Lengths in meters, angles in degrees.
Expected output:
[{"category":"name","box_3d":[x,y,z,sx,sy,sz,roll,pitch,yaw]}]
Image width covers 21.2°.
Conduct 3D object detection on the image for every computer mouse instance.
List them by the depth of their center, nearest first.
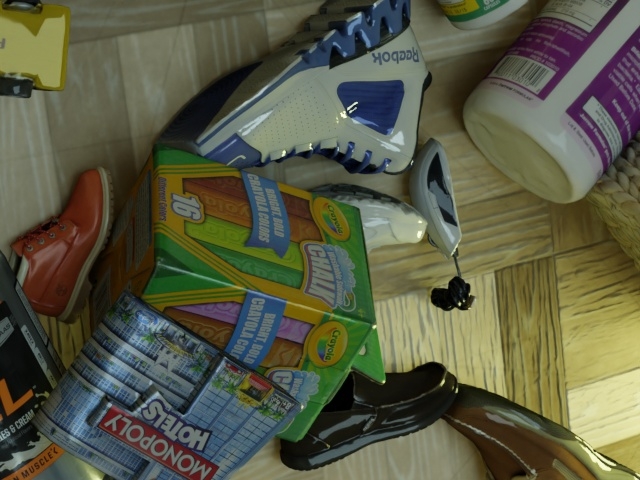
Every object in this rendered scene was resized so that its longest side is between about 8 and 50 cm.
[{"category":"computer mouse","box_3d":[0.126,-0.015,1.864,0.042,0.106,0.193,-12,92,-7]}]

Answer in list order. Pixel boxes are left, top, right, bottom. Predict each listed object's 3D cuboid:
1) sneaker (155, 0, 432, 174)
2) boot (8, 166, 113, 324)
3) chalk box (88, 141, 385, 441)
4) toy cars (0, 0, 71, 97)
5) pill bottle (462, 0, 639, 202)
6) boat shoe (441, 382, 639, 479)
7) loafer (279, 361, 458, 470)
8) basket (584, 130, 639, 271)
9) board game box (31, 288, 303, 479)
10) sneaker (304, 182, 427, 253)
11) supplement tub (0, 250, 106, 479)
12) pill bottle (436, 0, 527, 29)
[{"category":"sneaker","box_3d":[0.006,-0.120,1.749,0.315,0.127,0.182,-37,112,-21]},{"category":"boot","box_3d":[-0.255,-0.003,1.664,0.084,0.059,0.158,18,90,-25]},{"category":"chalk box","box_3d":[-0.060,0.061,1.654,0.289,0.180,0.179,16,127,-21]},{"category":"toy cars","box_3d":[-0.409,-0.123,1.545,0.393,0.087,0.176,-37,102,-15]},{"category":"pill bottle","box_3d":[0.307,-0.201,1.880,0.301,0.169,0.169,-49,117,-13]},{"category":"boat shoe","box_3d":[0.255,0.272,1.957,0.324,0.122,0.120,32,85,-28]},{"category":"loafer","box_3d":[0.052,0.176,1.848,0.220,0.080,0.078,-23,109,-24]},{"category":"basket","box_3d":[0.497,-0.019,1.896,0.266,0.331,0.328,-40,116,2]},{"category":"board game box","box_3d":[-0.148,0.175,1.527,0.194,0.060,0.194,34,89,-31]},{"category":"sneaker","box_3d":[0.000,0.000,1.798,0.232,0.090,0.115,2,104,-20]},{"category":"supplement tub","box_3d":[-0.337,0.127,1.560,0.193,0.193,0.316,-34,112,-21]},{"category":"pill bottle","box_3d":[0.138,-0.335,1.793,0.117,0.117,0.208,-43,116,-17]}]
